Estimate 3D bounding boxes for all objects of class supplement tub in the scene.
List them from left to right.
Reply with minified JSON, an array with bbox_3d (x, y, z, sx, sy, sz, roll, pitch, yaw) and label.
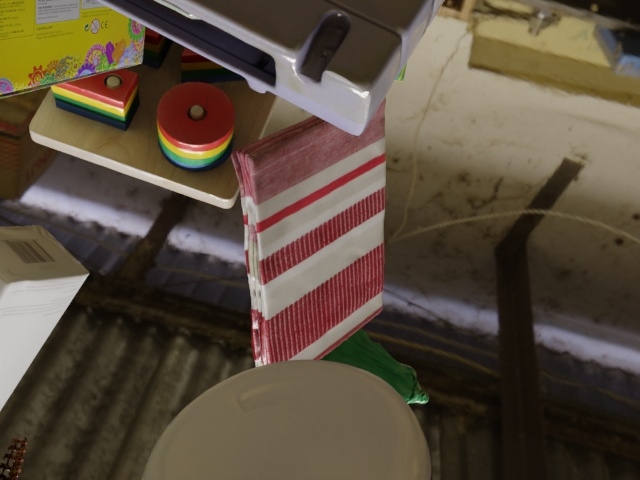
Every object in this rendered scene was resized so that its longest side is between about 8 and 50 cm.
[{"bbox_3d":[-0.007,0.302,0.699,0.241,0.331,0.241,-8,-148,5],"label":"supplement tub"}]

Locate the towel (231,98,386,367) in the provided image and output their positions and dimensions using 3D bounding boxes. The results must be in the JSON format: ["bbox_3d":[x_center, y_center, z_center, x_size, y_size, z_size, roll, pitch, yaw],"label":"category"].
[{"bbox_3d":[0.000,0.000,0.940,0.037,0.329,0.237,23,-141,36],"label":"towel"}]

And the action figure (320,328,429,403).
[{"bbox_3d":[0.085,0.228,1.354,0.232,0.063,0.137,28,-101,7],"label":"action figure"}]

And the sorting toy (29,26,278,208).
[{"bbox_3d":[-0.182,-0.204,0.936,0.256,0.089,0.257,19,-117,-1],"label":"sorting toy"}]

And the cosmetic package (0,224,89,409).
[{"bbox_3d":[-0.629,0.165,1.415,0.156,0.385,0.217,42,-166,15],"label":"cosmetic package"}]

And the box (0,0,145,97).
[{"bbox_3d":[-0.352,-0.255,0.691,0.279,0.177,0.290,17,-155,16],"label":"box"}]

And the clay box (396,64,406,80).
[{"bbox_3d":[0.072,-0.310,1.042,0.053,0.222,0.127,-6,-154,-36],"label":"clay box"}]

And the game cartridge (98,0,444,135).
[{"bbox_3d":[-0.077,-0.230,0.426,0.355,0.068,0.230,29,-112,8],"label":"game cartridge"}]

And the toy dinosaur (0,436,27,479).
[{"bbox_3d":[-0.511,0.428,1.079,0.164,0.218,0.322,-7,-133,-4],"label":"toy dinosaur"}]
